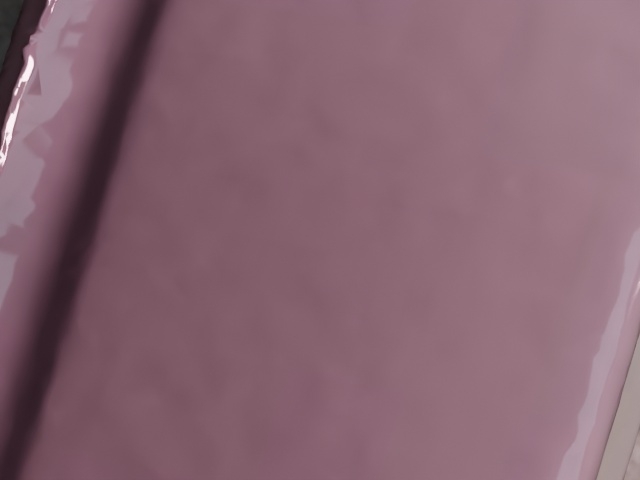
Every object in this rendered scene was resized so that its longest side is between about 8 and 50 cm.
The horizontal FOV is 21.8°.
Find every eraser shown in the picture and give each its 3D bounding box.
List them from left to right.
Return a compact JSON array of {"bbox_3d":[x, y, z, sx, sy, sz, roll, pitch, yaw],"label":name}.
[{"bbox_3d":[0.000,0.000,0.639,0.272,0.122,0.359,13,82,16],"label":"eraser"}]
